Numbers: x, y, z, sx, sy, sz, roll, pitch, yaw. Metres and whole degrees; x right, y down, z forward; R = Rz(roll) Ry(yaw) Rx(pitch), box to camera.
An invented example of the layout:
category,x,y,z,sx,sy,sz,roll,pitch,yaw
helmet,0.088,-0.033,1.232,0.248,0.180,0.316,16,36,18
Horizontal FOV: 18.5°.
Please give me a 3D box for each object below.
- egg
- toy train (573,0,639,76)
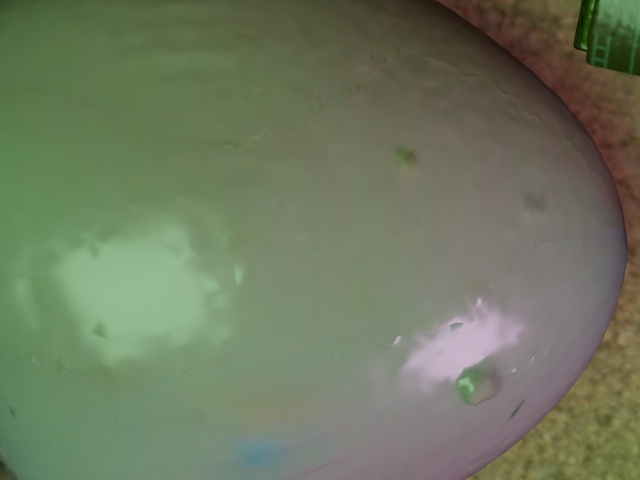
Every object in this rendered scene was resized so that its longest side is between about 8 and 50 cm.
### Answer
category,x,y,z,sx,sy,sz,roll,pitch,yaw
egg,0.000,0.000,1.109,0.339,0.354,0.355,-7,102,12
toy train,0.241,-0.114,1.068,0.225,0.137,0.090,14,110,20
